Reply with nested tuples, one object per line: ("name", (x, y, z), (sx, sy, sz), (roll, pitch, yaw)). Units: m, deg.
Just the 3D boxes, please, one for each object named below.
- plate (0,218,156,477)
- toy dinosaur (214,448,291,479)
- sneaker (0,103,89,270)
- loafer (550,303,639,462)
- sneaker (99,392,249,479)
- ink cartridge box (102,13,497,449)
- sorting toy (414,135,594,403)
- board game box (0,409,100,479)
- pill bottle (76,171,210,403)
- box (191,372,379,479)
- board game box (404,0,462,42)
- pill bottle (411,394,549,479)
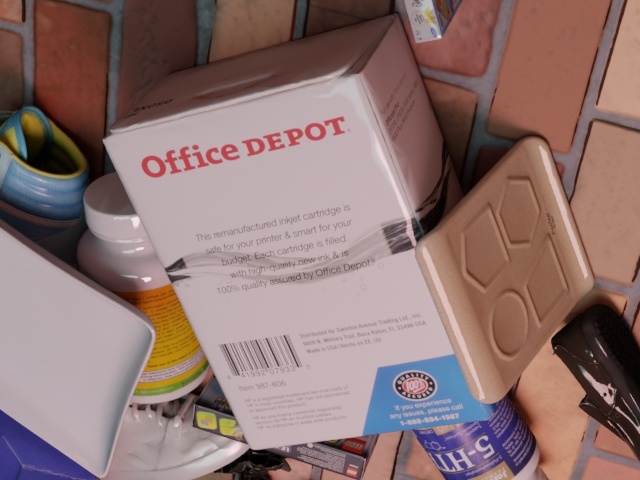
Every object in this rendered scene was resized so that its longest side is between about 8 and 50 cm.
("plate", (-0.313, 0.102, 1.401), (0.278, 0.045, 0.277), (32, 133, 9))
("toy dinosaur", (-0.074, 0.376, 1.581), (0.322, 0.164, 0.218), (-14, 131, 8))
("sneaker", (-0.400, -0.075, 1.431), (0.319, 0.127, 0.208), (12, 126, 1))
("loafer", (0.320, 0.165, 1.358), (0.078, 0.080, 0.220), (-21, 107, 39))
("sneaker", (-0.224, 0.205, 1.546), (0.292, 0.108, 0.169), (-14, 118, 27))
("ink cartridge box", (0.000, 0.000, 1.306), (0.285, 0.166, 0.395), (-11, 116, 25))
("sorting toy", (0.182, 0.027, 1.249), (0.038, 0.208, 0.193), (2, 124, 46))
("board game box", (-0.405, 0.322, 1.574), (0.232, 0.141, 0.291), (49, 141, 27))
("pill bottle", (-0.198, 0.049, 1.418), (0.136, 0.136, 0.246), (8, 125, 15))
("box", (-0.032, 0.201, 1.472), (0.207, 0.114, 0.036), (16, 124, 9))
("board game box", (0.090, -0.270, 1.149), (0.026, 0.103, 0.154), (-7, 117, 23))
("pill bottle", (0.179, 0.227, 1.416), (0.112, 0.112, 0.187), (-25, 109, 30))
